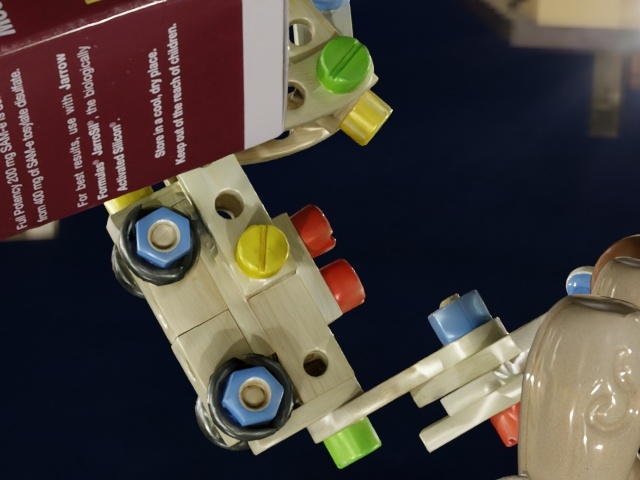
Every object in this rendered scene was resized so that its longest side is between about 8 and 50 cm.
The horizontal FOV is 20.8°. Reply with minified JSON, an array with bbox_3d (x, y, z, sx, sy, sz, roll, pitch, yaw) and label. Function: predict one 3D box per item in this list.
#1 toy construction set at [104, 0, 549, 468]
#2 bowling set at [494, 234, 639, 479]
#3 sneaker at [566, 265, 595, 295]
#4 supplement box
[{"bbox_3d":[0.000,0.000,0.999,0.215,0.151,0.328,-28,-110,-14],"label":"toy construction set"},{"bbox_3d":[0.191,0.092,0.817,0.287,0.154,0.200,6,-168,-13],"label":"bowling set"},{"bbox_3d":[0.248,0.101,1.497,0.058,0.152,0.084,-19,-165,39],"label":"sneaker"},{"bbox_3d":[-0.142,-0.051,0.423,0.239,0.073,0.130,-22,-121,-15],"label":"supplement box"}]
